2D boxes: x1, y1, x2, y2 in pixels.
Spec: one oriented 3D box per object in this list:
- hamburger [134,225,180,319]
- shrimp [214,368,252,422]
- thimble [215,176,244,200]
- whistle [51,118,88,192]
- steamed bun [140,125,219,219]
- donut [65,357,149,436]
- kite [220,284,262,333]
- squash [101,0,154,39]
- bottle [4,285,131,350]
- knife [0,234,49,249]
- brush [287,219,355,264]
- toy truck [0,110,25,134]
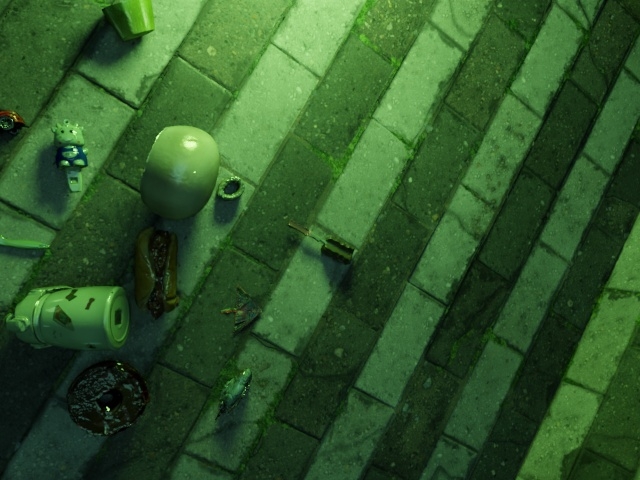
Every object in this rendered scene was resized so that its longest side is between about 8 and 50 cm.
[{"bbox_3d":[-0.569,0.096,1.757,0.155,0.245,0.282,1,47,-14],"label":"hamburger"},{"bbox_3d":[-0.336,0.583,1.901,0.090,0.079,0.233,32,83,19],"label":"shrimp"},{"bbox_3d":[-0.337,-0.191,1.875,0.109,0.062,0.085,-26,99,-17],"label":"thimble"},{"bbox_3d":[-0.834,-0.283,1.685,0.110,0.092,0.245,-6,93,-23],"label":"whistle"},{"bbox_3d":[-0.456,-0.222,1.698,0.206,0.324,0.325,17,86,-6],"label":"steamed bun"},{"bbox_3d":[-0.733,0.540,1.747,0.269,0.103,0.270,-2,95,-18],"label":"donut"},{"bbox_3d":[-0.302,0.267,1.932,0.159,0.010,0.190,6,88,-17],"label":"kite"},{"bbox_3d":[-0.639,-0.757,1.705,0.170,0.170,0.123,-24,112,-16],"label":"squash"},{"bbox_3d":[-0.820,0.255,1.645,0.351,0.229,0.230,-2,93,1],"label":"bottle"},{"bbox_3d":[-1.053,0.001,1.660,0.292,0.020,0.043,6,92,-18],"label":"knife"},{"bbox_3d":[0.000,0.000,1.997,0.300,0.071,0.084,28,72,-17],"label":"brush"},{"bbox_3d":[-1.083,-0.370,1.588,0.252,0.107,0.114,-22,99,-17],"label":"toy truck"}]
